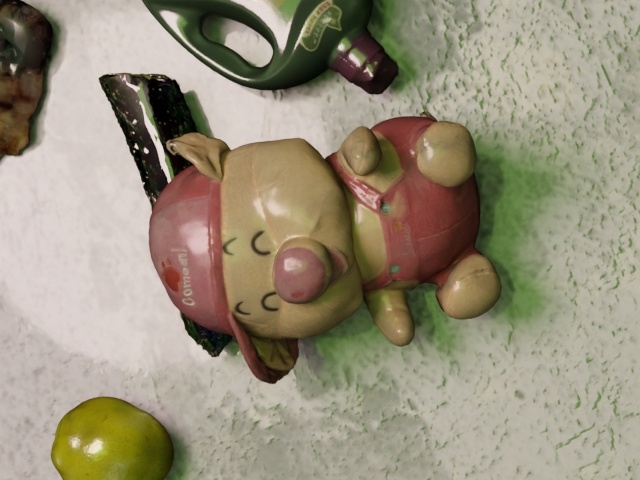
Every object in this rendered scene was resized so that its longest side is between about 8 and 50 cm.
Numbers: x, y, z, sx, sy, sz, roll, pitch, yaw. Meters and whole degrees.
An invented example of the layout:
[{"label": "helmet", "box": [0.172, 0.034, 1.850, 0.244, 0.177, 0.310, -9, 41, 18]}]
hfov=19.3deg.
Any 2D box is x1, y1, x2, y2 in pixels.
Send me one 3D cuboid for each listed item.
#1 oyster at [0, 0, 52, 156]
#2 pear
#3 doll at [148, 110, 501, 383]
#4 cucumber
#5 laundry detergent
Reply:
[{"label": "oyster", "box": [-0.402, -0.152, 1.512, 0.361, 0.096, 0.221, 22, 78, -11]}, {"label": "pear", "box": [-0.166, 0.171, 1.495, 0.097, 0.092, 0.092, 16, 90, -8]}, {"label": "doll", "box": [0.000, 0.000, 1.420, 0.256, 0.152, 0.196, -12, 85, -4]}, {"label": "cucumber", "box": [-0.109, -0.027, 1.509, 0.067, 0.067, 0.245, -22, 86, 9]}, {"label": "laundry detergent", "box": [-0.038, -0.185, 1.495, 0.221, 0.078, 0.144, 44, 92, 8]}]
